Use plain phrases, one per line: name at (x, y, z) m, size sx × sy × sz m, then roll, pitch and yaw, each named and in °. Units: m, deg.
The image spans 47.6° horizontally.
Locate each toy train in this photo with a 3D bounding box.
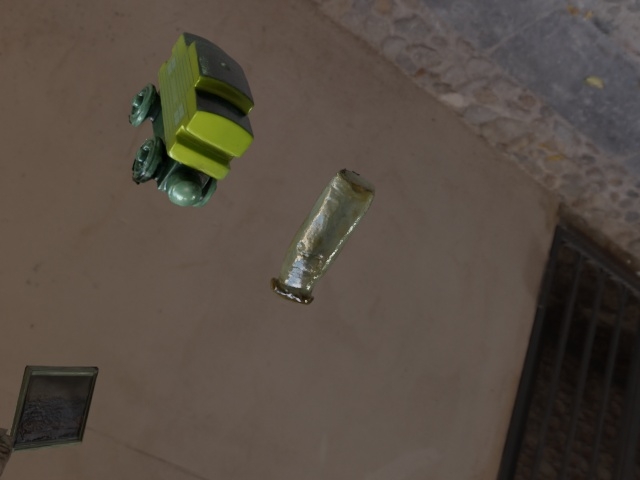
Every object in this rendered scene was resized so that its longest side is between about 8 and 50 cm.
toy train at (-0.272, -0.266, 1.539) m, size 0.179 × 0.442 × 0.272 m, roll 25°, pitch 118°, yaw -32°

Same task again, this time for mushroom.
mushroom at (0.000, 0.000, 1.442) m, size 0.099 × 0.081 × 0.312 m, roll 25°, pitch 115°, yaw -13°

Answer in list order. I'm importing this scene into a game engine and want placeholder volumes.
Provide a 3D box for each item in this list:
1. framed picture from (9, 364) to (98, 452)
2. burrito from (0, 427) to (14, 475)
framed picture at (-0.617, 0.391, 1.694) m, size 0.014 × 0.197 × 0.252 m, roll 9°, pitch 173°, yaw 22°
burrito at (-0.647, 0.426, 1.344) m, size 0.107 × 0.175 × 0.347 m, roll 55°, pitch 162°, yaw -12°
